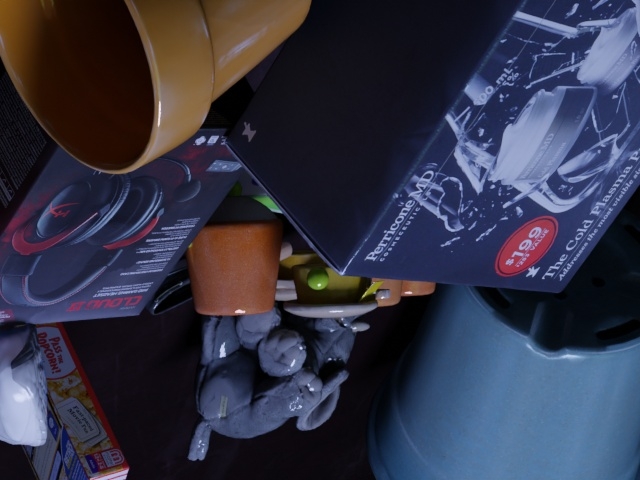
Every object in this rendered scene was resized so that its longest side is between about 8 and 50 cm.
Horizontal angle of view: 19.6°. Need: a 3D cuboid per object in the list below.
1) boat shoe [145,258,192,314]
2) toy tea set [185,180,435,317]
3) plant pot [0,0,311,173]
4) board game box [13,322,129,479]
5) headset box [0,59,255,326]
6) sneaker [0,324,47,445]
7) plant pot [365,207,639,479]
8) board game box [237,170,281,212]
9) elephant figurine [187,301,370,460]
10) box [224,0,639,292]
[{"bbox_3d":[-0.118,0.037,1.884,0.142,0.040,0.049,-21,151,-15],"label":"boat shoe"},{"bbox_3d":[0.000,0.000,1.796,0.200,0.124,0.336,0,-177,21],"label":"toy tea set"},{"bbox_3d":[-0.115,-0.179,1.376,0.188,0.205,0.205,-30,157,-33],"label":"plant pot"},{"bbox_3d":[-0.258,0.187,1.839,0.045,0.193,0.147,-15,150,-27],"label":"board game box"},{"bbox_3d":[-0.210,-0.037,1.593,0.218,0.110,0.293,-3,143,-43],"label":"headset box"},{"bbox_3d":[-0.331,0.143,1.703,0.129,0.111,0.297,-2,170,-27],"label":"sneaker"},{"bbox_3d":[0.246,0.139,2.125,0.341,0.341,0.334,-16,142,-25],"label":"plant pot"},{"bbox_3d":[0.000,-0.108,1.762,0.259,0.039,0.124,-40,151,26],"label":"board game box"},{"bbox_3d":[-0.024,0.128,2.027,0.186,0.169,0.239,-10,180,28],"label":"elephant figurine"},{"bbox_3d":[0.151,-0.143,1.530,0.312,0.179,0.343,6,124,-48],"label":"box"}]
